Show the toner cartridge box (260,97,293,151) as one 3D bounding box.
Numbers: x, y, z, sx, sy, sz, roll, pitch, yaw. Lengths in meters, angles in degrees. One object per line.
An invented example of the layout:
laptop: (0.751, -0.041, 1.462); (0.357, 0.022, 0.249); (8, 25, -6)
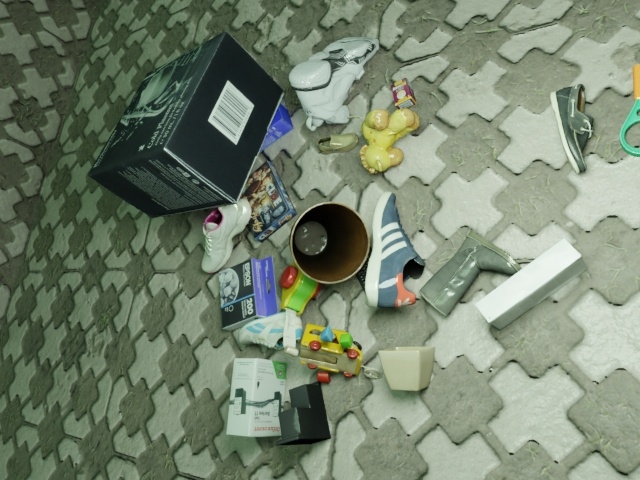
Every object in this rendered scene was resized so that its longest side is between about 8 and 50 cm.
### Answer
toner cartridge box: (-0.271, -0.394, 1.832); (0.348, 0.075, 0.165); (-30, 57, 22)

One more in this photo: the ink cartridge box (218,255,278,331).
ink cartridge box: (-0.239, 0.168, 1.617); (0.208, 0.045, 0.206); (-23, 60, 25)

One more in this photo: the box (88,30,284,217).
box: (-0.444, -0.362, 1.658); (0.472, 0.297, 0.479); (-6, 56, 42)

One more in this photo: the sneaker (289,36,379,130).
sneaker: (0.060, -0.516, 1.619); (0.137, 0.210, 0.366); (28, 55, 38)

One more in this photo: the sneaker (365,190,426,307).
sneaker: (0.208, 0.024, 1.324); (0.148, 0.131, 0.349); (5, 61, 8)

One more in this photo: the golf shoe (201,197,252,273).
golf shoe: (-0.355, -0.021, 1.687); (0.115, 0.140, 0.306); (45, 114, 39)

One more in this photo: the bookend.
bookend: (-0.056, 0.453, 1.310); (0.072, 0.157, 0.156); (-26, 60, 24)

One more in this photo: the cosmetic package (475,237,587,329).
cosmetic package: (0.473, 0.102, 1.115); (0.239, 0.099, 0.060); (-41, 55, 15)

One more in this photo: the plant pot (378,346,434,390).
plant pot: (0.216, 0.314, 1.214); (0.109, 0.109, 0.096); (-9, 80, 32)

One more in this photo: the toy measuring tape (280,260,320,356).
toy measuring tape: (-0.057, 0.165, 1.411); (0.121, 0.121, 0.330); (-28, 37, 23)

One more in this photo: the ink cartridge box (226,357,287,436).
ink cartridge box: (-0.177, 0.445, 1.400); (0.087, 0.153, 0.208); (-8, 69, 31)

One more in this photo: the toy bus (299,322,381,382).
toy bus: (0.042, 0.290, 1.333); (0.191, 0.202, 0.104); (-26, 29, 32)

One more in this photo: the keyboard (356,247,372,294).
keyboard: (0.137, 0.062, 1.411); (0.108, 0.023, 0.180); (-37, 56, 17)

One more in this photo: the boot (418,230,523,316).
boot: (0.362, 0.098, 1.209); (0.208, 0.076, 0.190); (-49, 38, 1)

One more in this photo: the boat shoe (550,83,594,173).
boat shoe: (0.606, -0.269, 1.174); (0.079, 0.084, 0.232); (-13, 63, 31)

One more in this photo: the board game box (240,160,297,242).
board game box: (-0.191, -0.137, 1.700); (0.165, 0.042, 0.243); (-38, 55, 17)

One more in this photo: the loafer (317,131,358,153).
loafer: (0.053, -0.314, 1.593); (0.148, 0.050, 0.056); (-12, 66, 31)

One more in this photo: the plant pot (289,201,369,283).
plant pot: (0.000, 0.000, 1.403); (0.215, 0.216, 0.230); (-65, 14, -3)

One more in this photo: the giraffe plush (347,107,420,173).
giraffe plush: (0.182, -0.280, 1.438); (0.211, 0.181, 0.170); (0, 94, 24)

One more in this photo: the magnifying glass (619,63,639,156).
magnifying glass: (0.736, -0.300, 1.133); (0.092, 0.026, 0.230); (-3, 70, 34)

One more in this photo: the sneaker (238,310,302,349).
sneaker: (-0.157, 0.285, 1.489); (0.229, 0.087, 0.092); (-24, 62, 28)

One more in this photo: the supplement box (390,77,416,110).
supplement box: (0.253, -0.444, 1.509); (0.055, 0.043, 0.083); (-23, 60, 28)
